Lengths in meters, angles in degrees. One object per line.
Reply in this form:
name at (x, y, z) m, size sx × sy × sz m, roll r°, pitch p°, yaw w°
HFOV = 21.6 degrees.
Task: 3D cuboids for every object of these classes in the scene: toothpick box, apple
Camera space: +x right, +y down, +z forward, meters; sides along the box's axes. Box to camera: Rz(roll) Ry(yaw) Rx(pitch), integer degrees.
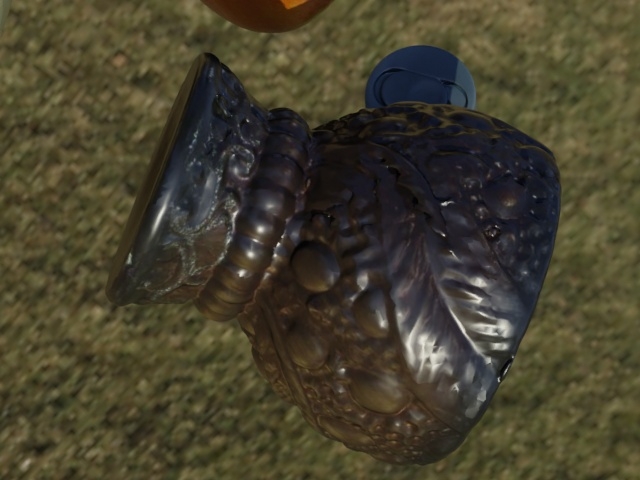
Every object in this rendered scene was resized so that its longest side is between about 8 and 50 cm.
toothpick box at (0.094, -0.105, 1.552) m, size 0.101 × 0.153 × 0.101 m, roll -1°, pitch 72°, yaw 4°
apple at (-0.048, -0.255, 1.388) m, size 0.139 × 0.163 × 0.163 m, roll 37°, pitch 37°, yaw -45°

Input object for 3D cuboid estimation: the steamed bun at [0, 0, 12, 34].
steamed bun at (-0.401, -0.261, 1.345) m, size 0.456 × 0.289 × 0.371 m, roll 34°, pitch 73°, yaw -65°

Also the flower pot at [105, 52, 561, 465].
flower pot at (0.000, 0.000, 1.214) m, size 0.267 × 0.266 × 0.267 m, roll 23°, pitch 46°, yaw -10°
